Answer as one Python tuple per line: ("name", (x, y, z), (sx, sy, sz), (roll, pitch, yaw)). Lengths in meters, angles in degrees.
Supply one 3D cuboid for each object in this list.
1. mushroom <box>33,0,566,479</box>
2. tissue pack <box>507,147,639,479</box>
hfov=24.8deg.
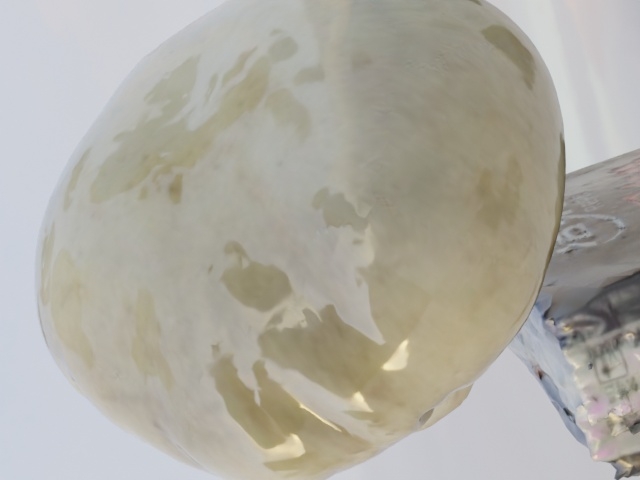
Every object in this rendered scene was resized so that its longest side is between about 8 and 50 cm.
("mushroom", (0.000, 0.000, 0.392), (0.122, 0.154, 0.154), (49, -153, -30))
("tissue pack", (0.257, -0.003, 0.842), (0.245, 0.332, 0.123), (-117, 6, -75))
